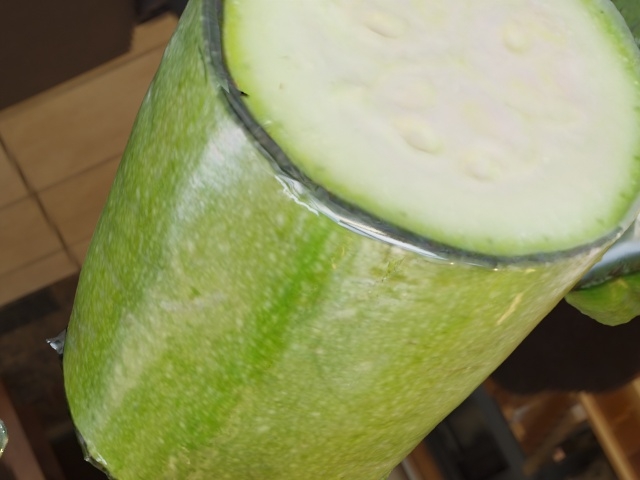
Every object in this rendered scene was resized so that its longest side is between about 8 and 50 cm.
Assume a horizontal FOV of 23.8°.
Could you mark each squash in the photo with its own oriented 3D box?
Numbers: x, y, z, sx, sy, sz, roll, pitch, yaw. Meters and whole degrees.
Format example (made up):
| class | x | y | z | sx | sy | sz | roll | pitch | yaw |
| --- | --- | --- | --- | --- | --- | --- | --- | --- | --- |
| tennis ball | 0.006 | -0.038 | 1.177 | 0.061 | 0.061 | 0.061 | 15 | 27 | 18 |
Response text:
| class | x | y | z | sx | sy | sz | roll | pitch | yaw |
| --- | --- | --- | --- | --- | --- | --- | --- | --- | --- |
| squash | 0.000 | 0.000 | 0.923 | 0.263 | 0.263 | 0.384 | -18 | 158 | -30 |

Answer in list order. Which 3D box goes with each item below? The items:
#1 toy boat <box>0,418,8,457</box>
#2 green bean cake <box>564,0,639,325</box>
| class | x | y | z | sx | sy | sz | roll | pitch | yaw |
| --- | --- | --- | --- | --- | --- | --- | --- | --- | --- |
| toy boat | -0.352 | 0.203 | 1.211 | 0.260 | 0.078 | 0.085 | -29 | 173 | 18 |
| green bean cake | 0.343 | -0.113 | 1.656 | 0.319 | 0.335 | 0.218 | -33 | 157 | 12 |
